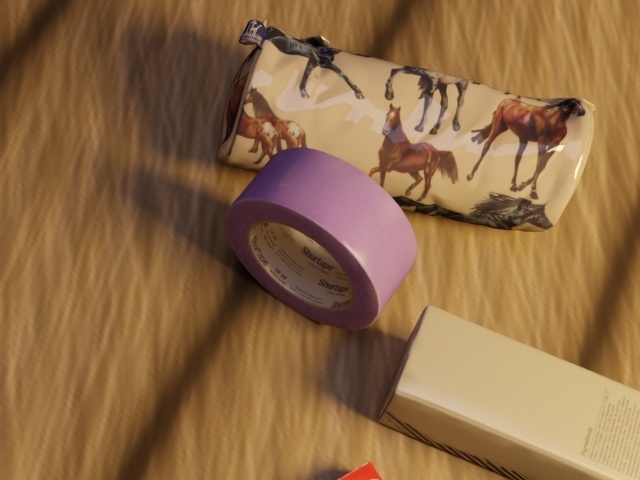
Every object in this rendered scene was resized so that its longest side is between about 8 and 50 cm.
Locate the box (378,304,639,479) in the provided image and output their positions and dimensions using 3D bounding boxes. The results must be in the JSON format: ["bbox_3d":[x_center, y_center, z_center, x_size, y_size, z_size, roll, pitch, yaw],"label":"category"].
[{"bbox_3d":[0.208,0.178,1.120,0.275,0.094,0.113,23,59,5],"label":"box"}]

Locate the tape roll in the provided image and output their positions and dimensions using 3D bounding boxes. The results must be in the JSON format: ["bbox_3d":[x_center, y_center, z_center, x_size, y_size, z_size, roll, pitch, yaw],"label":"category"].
[{"bbox_3d":[0.000,0.000,1.131,0.189,0.189,0.080,32,61,9],"label":"tape roll"}]

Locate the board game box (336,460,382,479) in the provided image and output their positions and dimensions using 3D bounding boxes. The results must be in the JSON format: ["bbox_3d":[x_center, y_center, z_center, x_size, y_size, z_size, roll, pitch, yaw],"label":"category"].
[{"bbox_3d":[0.035,0.328,1.034,0.147,0.045,0.193,-26,68,-22],"label":"board game box"}]

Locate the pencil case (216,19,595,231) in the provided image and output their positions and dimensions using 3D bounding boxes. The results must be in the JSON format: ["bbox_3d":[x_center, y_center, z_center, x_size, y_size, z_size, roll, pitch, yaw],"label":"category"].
[{"bbox_3d":[0.099,-0.128,1.237,0.410,0.160,0.183,13,74,-2],"label":"pencil case"}]
